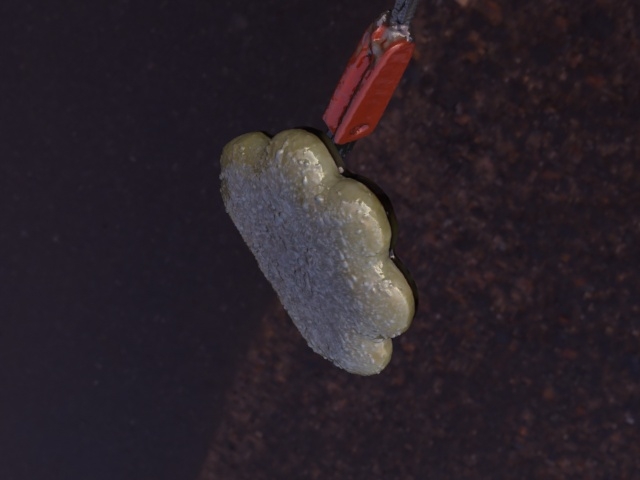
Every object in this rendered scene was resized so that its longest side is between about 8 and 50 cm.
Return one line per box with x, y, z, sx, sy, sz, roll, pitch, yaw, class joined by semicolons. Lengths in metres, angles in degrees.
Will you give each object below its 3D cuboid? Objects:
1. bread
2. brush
0.000;0.000;1.177;0.286;0.056;0.207;56;146;5;bread
0.066;-0.205;1.457;0.051;0.070;0.323;59;147;26;brush
